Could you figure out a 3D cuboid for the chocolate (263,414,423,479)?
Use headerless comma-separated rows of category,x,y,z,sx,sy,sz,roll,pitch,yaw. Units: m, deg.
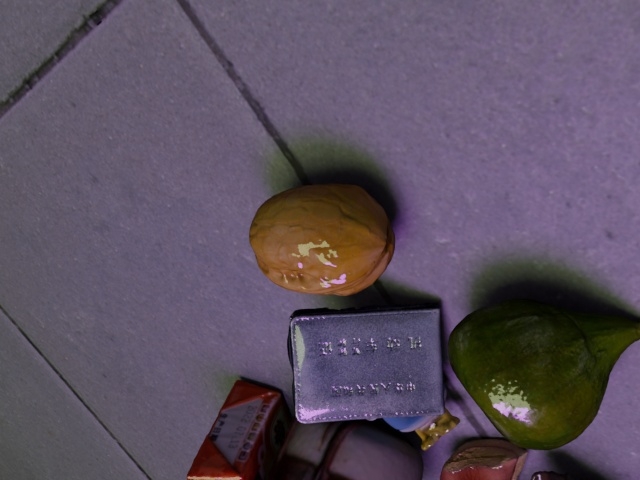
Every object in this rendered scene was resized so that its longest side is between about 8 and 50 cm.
chocolate,0.038,0.371,1.245,0.284,0.186,0.283,14,172,2

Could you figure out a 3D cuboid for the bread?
bread,0.253,0.372,1.218,0.119,0.067,0.192,16,133,13

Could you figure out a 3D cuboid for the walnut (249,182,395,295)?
walnut,0.000,0.000,1.034,0.207,0.159,0.159,0,124,28

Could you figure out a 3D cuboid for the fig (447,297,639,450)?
fig,0.291,0.141,0.972,0.235,0.203,0.203,-37,102,6

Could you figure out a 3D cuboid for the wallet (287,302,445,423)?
wallet,0.065,0.177,1.098,0.222,0.036,0.167,-3,96,2

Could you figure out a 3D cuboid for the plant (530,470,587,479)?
plant,0.361,0.452,1.125,0.234,0.204,0.178,34,128,-9

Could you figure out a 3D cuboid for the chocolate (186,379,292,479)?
chocolate,-0.120,0.417,1.395,0.108,0.234,0.237,-2,123,22

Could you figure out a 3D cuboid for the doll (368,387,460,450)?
doll,0.103,0.207,1.169,0.241,0.098,0.135,43,142,-6
